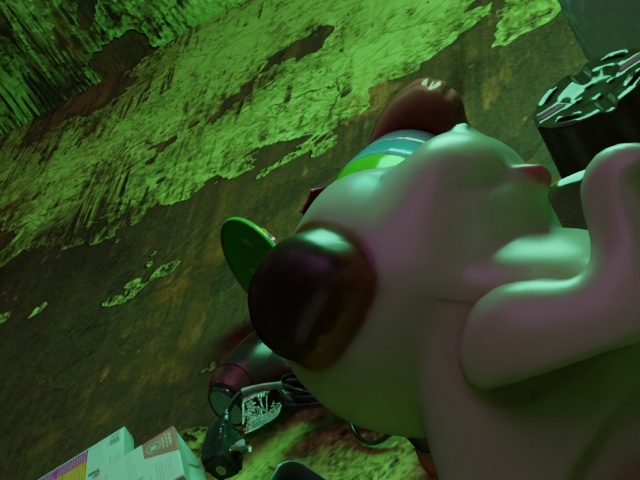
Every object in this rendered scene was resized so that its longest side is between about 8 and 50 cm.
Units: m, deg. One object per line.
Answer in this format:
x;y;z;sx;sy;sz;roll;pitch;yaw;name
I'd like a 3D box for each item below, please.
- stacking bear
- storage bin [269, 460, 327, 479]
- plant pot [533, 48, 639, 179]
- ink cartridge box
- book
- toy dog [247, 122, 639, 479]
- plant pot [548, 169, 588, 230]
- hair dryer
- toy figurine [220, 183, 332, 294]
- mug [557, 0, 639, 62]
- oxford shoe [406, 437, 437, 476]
0.072;-0.008;1.826;0.164;0.175;0.289;-34;14;40;stacking bear
-0.033;0.274;1.511;0.091;0.098;0.135;-52;5;43;storage bin
0.295;-0.081;1.677;0.167;0.165;0.167;-28;22;12;plant pot
-0.207;0.281;1.757;0.198;0.067;0.115;-31;21;2;ink cartridge box
-0.270;0.264;1.933;0.144;0.035;0.096;-32;18;5;book
0.150;0.104;1.154;0.284;0.408;0.395;-16;-34;-55;toy dog
0.252;0.093;1.358;0.215;0.215;0.230;-28;36;16;plant pot
-0.006;0.144;1.794;0.224;0.080;0.293;-13;29;6;hair dryer
0.000;0.000;2.028;0.159;0.130;0.173;-34;41;-27;toy figurine
0.398;-0.306;1.781;0.374;0.328;0.276;-5;35;51;mug
0.118;0.098;1.635;0.097;0.098;0.271;-26;23;19;oxford shoe
